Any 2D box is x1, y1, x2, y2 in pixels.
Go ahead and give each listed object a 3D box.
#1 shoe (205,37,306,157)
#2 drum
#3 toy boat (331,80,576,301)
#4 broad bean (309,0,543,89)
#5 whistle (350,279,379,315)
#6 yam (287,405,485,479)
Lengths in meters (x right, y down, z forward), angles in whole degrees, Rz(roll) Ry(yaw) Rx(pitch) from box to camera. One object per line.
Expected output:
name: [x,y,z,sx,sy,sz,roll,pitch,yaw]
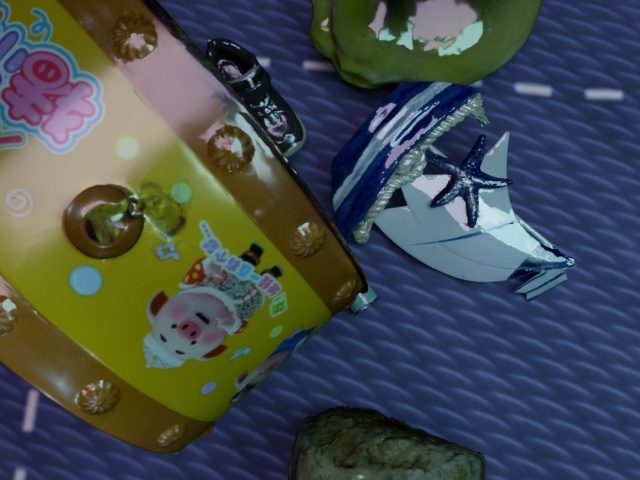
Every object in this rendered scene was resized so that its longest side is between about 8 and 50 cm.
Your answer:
shoe: [-0.082,-0.172,0.759,0.071,0.099,0.169,-38,81,-8]
drum: [-0.171,-0.041,0.580,0.214,0.431,0.431,-41,81,-6]
toy boat: [0.157,-0.062,0.731,0.292,0.070,0.210,18,101,6]
broad bean: [0.127,-0.285,0.763,0.291,0.119,0.238,-37,82,-4]
whistle: [0.000,0.000,0.754,0.039,0.039,0.186,-34,80,-5]
yam: [0.044,0.316,0.612,0.195,0.195,0.300,10,80,4]
